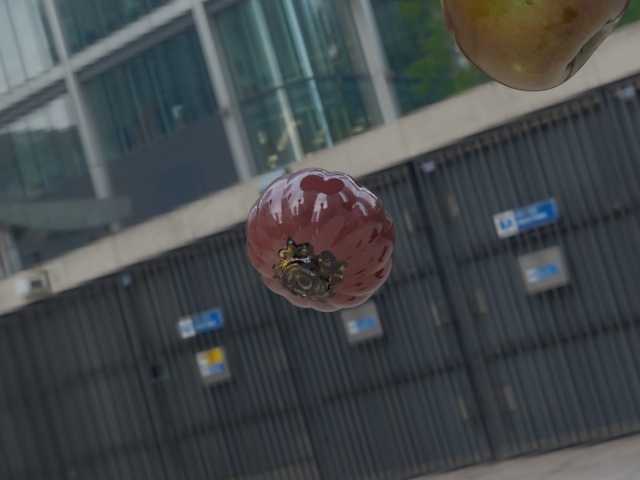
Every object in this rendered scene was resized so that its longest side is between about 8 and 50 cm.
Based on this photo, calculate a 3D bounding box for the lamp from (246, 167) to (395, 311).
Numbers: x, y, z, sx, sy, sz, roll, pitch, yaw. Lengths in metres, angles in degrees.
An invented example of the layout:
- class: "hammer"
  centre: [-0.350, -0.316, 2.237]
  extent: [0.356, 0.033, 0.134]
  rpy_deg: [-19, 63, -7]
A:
- class: "lamp"
  centre: [0.000, 0.000, 0.875]
  extent: [0.107, 0.107, 0.092]
  rpy_deg: [-19, 30, 32]

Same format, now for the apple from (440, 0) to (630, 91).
- class: "apple"
  centre: [0.242, -0.294, 1.439]
  extent: [0.237, 0.207, 0.237]
  rpy_deg: [-42, -14, -13]
